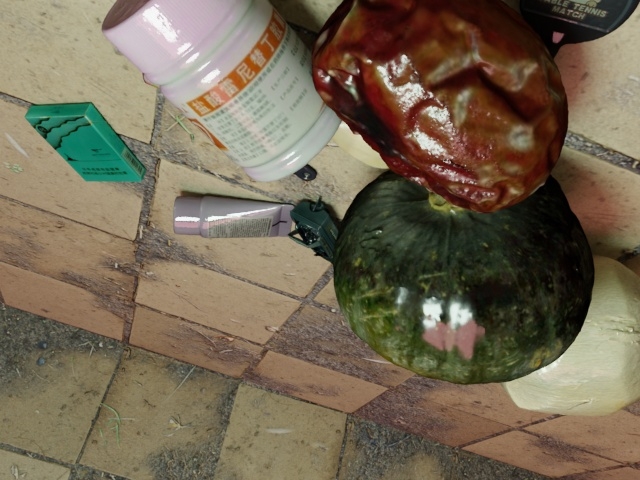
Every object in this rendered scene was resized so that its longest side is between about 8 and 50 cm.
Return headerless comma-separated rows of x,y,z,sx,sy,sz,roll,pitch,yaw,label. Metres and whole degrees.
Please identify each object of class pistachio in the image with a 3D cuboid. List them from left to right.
0.100,-0.201,1.138,0.201,0.117,0.145,24,113,-3,pistachio

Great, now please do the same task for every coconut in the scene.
0.502,0.188,1.408,0.361,0.346,0.346,2,149,11,coconut

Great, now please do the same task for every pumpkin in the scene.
0.243,0.046,1.178,0.455,0.454,0.343,5,134,17,pumpkin

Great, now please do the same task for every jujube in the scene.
0.173,-0.204,0.934,0.377,0.276,0.276,28,149,-20,jujube

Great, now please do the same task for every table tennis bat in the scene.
0.338,-0.305,0.929,0.150,0.027,0.236,15,149,-1,table tennis bat

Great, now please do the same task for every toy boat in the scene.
0.000,0.000,1.550,0.093,0.103,0.246,29,165,28,toy boat

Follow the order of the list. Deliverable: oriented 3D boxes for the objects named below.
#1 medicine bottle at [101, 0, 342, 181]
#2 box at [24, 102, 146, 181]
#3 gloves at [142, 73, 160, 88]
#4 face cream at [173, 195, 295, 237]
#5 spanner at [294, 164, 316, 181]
-0.130,-0.254,0.976,0.202,0.202,0.316,-13,136,40,medicine bottle
-0.506,-0.208,1.469,0.161,0.042,0.226,1,149,21,box
-0.169,-0.259,1.150,0.241,0.126,0.145,24,146,-1,gloves
-0.201,-0.051,1.575,0.274,0.096,0.154,4,149,-7,face cream
-0.124,-0.204,1.322,0.316,0.024,0.087,33,141,-30,spanner
